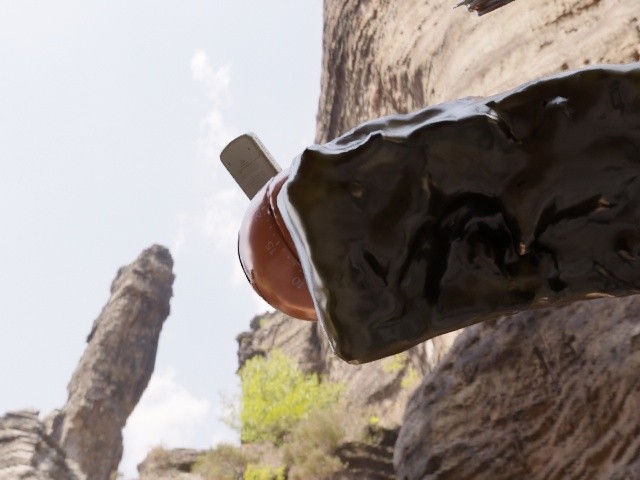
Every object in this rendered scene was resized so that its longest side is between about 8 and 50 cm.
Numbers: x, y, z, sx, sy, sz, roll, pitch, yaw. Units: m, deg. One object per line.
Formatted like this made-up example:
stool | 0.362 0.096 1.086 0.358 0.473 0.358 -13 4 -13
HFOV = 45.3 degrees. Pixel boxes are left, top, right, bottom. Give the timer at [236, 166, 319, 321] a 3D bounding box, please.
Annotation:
timer | 0.000 0.000 1.106 0.229 0.230 0.215 36 -55 -28

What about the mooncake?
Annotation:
mooncake | 0.168 -0.026 0.776 0.394 0.246 0.393 -14 -1 -35

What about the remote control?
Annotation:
remote control | -0.094 -0.096 1.321 0.087 0.029 0.190 -33 -82 36

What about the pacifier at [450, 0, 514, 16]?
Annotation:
pacifier | 0.193 -0.306 0.894 0.099 0.081 0.078 -20 -78 18
